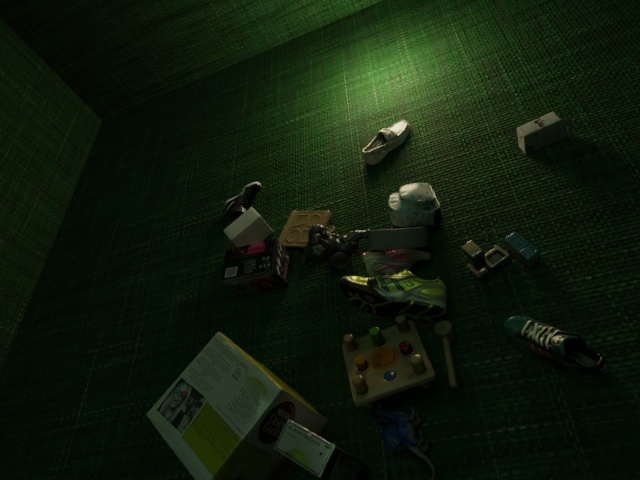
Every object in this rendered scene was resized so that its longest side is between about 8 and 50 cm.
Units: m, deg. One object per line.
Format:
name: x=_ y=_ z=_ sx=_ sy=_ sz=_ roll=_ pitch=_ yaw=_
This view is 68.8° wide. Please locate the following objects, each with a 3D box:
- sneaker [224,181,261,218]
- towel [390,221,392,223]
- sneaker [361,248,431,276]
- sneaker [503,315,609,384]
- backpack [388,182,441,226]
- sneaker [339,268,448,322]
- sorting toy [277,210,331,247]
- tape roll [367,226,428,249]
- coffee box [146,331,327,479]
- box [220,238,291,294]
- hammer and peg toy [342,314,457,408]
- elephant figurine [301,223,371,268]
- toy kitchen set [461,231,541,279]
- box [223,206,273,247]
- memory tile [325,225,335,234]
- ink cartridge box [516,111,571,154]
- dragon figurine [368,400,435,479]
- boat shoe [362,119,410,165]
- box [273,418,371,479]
sneaker: x=-0.364 y=-0.183 z=2.281 sx=0.217 sy=0.079 sz=0.121 roll=-36 pitch=50 yaw=10
towel: x=0.327 y=-0.115 z=1.886 sx=0.067 sy=0.029 sz=0.119 roll=5 pitch=59 yaw=32
sneaker: x=0.280 y=0.084 z=1.721 sx=0.253 sy=0.103 sz=0.111 roll=-6 pitch=92 yaw=7
sneaker: x=0.667 y=0.288 z=1.335 sx=0.302 sy=0.121 sz=0.108 roll=28 pitch=71 yaw=40
backpack: x=0.351 y=-0.132 z=1.781 sx=0.189 sy=0.144 sz=0.165 roll=-11 pitch=36 yaw=9
sneaker: x=0.256 y=0.178 z=1.642 sx=0.385 sy=0.145 sz=0.147 roll=11 pitch=54 yaw=22
sorting toy: x=-0.068 y=-0.047 z=2.032 sx=0.209 sy=0.038 sz=0.192 roll=4 pitch=58 yaw=36
tape roll: x=0.281 y=-0.009 z=1.705 sx=0.220 sy=0.219 sz=0.072 roll=-2 pitch=92 yaw=27
coffee box: x=-0.249 y=0.558 z=1.468 sx=0.338 sy=0.337 sz=0.334 roll=27 pitch=71 yaw=40
box: x=-0.264 y=0.116 z=1.949 sx=0.248 sy=0.142 sz=0.163 roll=-13 pitch=52 yaw=21
hammer and peg toy: x=0.254 y=0.357 z=1.449 sx=0.362 sy=0.127 sz=0.265 roll=-21 pitch=30 yaw=6
elephant figurine: x=0.071 y=0.028 z=1.843 sx=0.186 sy=0.240 sz=0.169 roll=172 pitch=106 yaw=-74
toy kitchen set: x=0.593 y=0.040 z=1.533 sx=0.207 sy=0.166 sz=0.122 roll=-36 pitch=47 yaw=0
box: x=-0.324 y=-0.041 z=2.108 sx=0.171 sy=0.130 sz=0.091 roll=-40 pitch=48 yaw=-5
memory tile: x=0.000 y=0.000 z=1.984 sx=0.113 sy=0.012 sz=0.147 roll=-1 pitch=55 yaw=27
ink cartridge box: x=0.854 y=-0.416 z=1.785 sx=0.182 sy=0.104 sz=0.061 roll=-23 pitch=49 yaw=9
dragon figurine: x=0.234 y=0.580 z=1.364 sx=0.144 sy=0.085 sz=0.289 roll=-28 pitch=43 yaw=9
boat shoe: x=0.299 y=-0.461 z=2.120 sx=0.277 sy=0.096 sz=0.098 roll=-46 pitch=48 yaw=-11
box: x=0.011 y=0.615 z=1.319 sx=0.169 sy=0.290 sz=0.087 roll=16 pitch=64 yaw=35
